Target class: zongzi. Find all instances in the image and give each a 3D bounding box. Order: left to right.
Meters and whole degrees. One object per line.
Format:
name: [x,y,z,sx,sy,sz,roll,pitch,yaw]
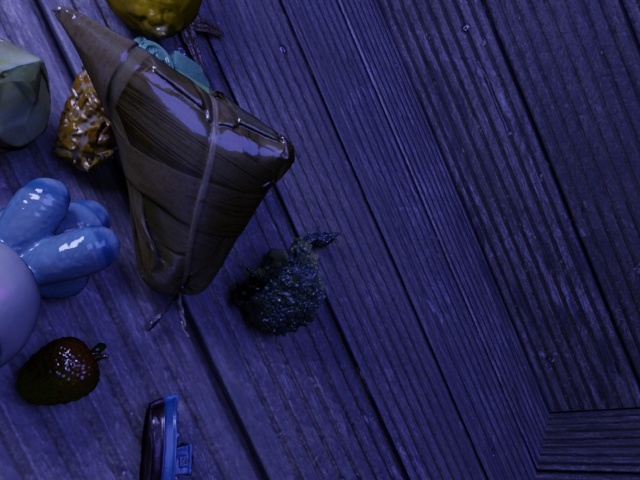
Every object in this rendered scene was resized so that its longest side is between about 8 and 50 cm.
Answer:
zongzi: [-0.364,-0.099,0.894,0.467,0.500,0.218,27,14,-29]

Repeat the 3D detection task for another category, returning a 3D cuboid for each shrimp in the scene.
shrimp: [-0.002,-0.004,1.466,0.174,0.082,0.076,-24,97,-46]

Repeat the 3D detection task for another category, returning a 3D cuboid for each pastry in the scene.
pastry: [-0.439,-0.240,0.912,0.154,0.250,0.102,30,14,13]

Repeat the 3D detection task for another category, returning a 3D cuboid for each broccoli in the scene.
broccoli: [-0.112,0.100,1.209,0.243,0.246,0.263,-107,-160,-59]

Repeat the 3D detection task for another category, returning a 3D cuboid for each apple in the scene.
apple: [-0.584,-0.250,0.789,0.207,0.173,0.188,45,24,-25]

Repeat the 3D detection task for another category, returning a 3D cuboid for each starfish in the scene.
starfish: [-0.372,-0.637,1.328,0.231,0.048,0.295,-41,107,-51]

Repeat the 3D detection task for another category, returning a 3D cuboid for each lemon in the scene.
lemon: [-0.412,-0.658,1.111,0.316,0.285,0.285,57,39,-17]

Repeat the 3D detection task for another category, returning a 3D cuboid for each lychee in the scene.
lychee: [-0.441,0.223,0.792,0.146,0.114,0.114,-23,92,-35]

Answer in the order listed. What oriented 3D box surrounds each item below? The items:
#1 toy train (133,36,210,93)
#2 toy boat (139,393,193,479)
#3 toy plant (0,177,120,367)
toy train: [-0.376,-0.325,1.088,0.238,0.166,0.299,17,61,-53]
toy boat: [-0.294,0.416,0.888,0.097,0.100,0.223,13,65,-37]
toy plant: [-0.476,0.028,0.753,0.247,0.247,0.332,57,37,-16]
